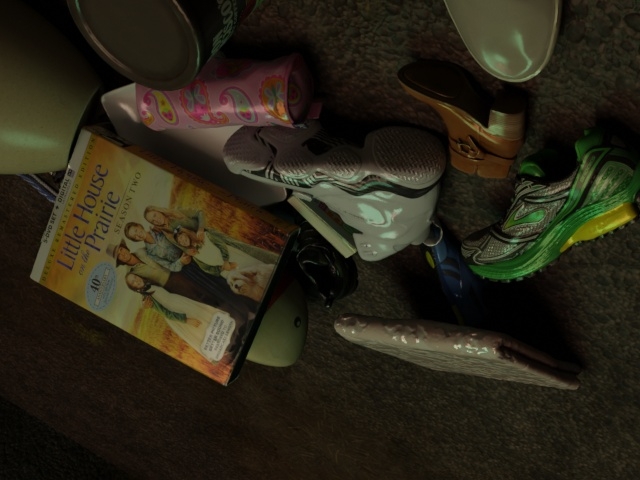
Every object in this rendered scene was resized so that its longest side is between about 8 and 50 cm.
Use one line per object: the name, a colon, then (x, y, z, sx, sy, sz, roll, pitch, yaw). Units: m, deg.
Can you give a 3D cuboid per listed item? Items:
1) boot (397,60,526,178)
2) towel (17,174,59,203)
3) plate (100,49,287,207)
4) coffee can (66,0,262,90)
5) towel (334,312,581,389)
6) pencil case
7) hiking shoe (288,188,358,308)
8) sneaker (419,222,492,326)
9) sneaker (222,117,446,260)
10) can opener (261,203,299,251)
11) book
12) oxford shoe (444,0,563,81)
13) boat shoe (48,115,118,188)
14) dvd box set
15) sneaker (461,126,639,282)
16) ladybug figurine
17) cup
boot: (0.195, -0.165, 1.414, 0.197, 0.073, 0.152, 26, 150, 17)
towel: (-0.489, -0.038, 2.023, 0.243, 0.040, 0.336, 36, 172, 22)
plate: (-0.212, -0.168, 1.707, 0.278, 0.045, 0.277, -15, 108, 32)
coffee can: (-0.169, -0.360, 1.298, 0.201, 0.275, 0.201, 23, 146, 17)
towel: (0.241, 0.190, 1.714, 0.332, 0.053, 0.317, 2, 165, 41)
pencil case: (-0.145, -0.228, 1.546, 0.284, 0.124, 0.124, 2, 136, 21)
hiking shoe: (0.000, 0.000, 1.702, 0.086, 0.114, 0.227, -20, 96, 21)
sneaker: (0.229, 0.049, 1.673, 0.209, 0.082, 0.069, 66, 173, -17)
sneaker: (0.026, -0.078, 1.580, 0.365, 0.137, 0.210, 6, 138, 20)
can opener: (-0.068, -0.029, 1.833, 0.280, 0.074, 0.093, 25, 180, 18)
book: (0.020, -0.054, 1.681, 0.144, 0.096, 0.035, 42, 139, -13)
oxford shoe: (0.175, -0.358, 1.136, 0.169, 0.130, 0.449, 11, 141, 30)
boat shoe: (-0.488, -0.147, 1.954, 0.340, 0.158, 0.127, -14, 123, 49)
dvd box set: (-0.278, 0.023, 1.723, 0.420, 0.062, 0.308, 28, 106, 11)
sneaker: (0.319, -0.056, 1.412, 0.146, 0.134, 0.343, 47, 137, -6)
ladybug figurine: (-0.203, 0.065, 1.905, 0.449, 0.305, 0.162, 34, 103, -2)
cup: (-0.522, -0.247, 1.742, 0.237, 0.331, 0.331, 23, 147, -4)
